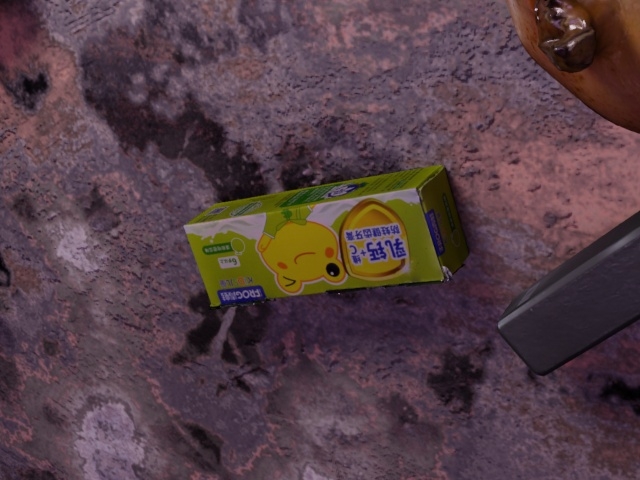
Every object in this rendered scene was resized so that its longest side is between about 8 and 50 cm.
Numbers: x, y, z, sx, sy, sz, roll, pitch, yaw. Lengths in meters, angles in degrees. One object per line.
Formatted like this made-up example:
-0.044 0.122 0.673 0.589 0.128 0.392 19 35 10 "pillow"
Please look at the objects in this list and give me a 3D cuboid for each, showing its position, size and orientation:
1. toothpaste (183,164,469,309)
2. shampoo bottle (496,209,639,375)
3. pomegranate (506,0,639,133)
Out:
0.000 0.000 1.317 0.327 0.077 0.110 -8 107 33 "toothpaste"
0.292 0.041 1.167 0.079 0.080 0.246 49 128 -2 "shampoo bottle"
0.269 -0.229 0.887 0.338 0.338 0.338 13 119 24 "pomegranate"
